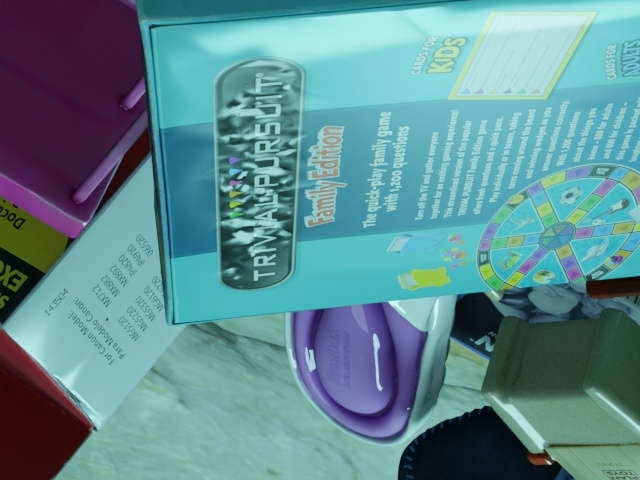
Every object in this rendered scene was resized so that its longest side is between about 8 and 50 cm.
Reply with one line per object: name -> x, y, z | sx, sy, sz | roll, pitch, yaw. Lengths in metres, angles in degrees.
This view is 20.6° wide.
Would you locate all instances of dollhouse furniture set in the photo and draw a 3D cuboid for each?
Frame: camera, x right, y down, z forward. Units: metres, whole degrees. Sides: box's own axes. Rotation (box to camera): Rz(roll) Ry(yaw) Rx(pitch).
dollhouse furniture set -> 0.189, 0.011, 1.014 | 0.262, 0.259, 0.135 | -7, 141, 43

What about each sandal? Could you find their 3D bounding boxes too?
sandal -> 0.013, 0.003, 1.188 | 0.169, 0.102, 0.416 | 15, 136, 30

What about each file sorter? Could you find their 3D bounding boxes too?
file sorter -> -0.122, -0.197, 0.888 | 0.202, 0.291, 0.182 | 32, 143, -13

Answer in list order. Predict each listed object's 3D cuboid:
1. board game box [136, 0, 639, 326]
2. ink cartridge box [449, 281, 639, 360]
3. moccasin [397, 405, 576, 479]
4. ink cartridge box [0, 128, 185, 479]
board game box -> 0.093, -0.067, 0.751 | 0.336, 0.079, 0.254 | -5, 153, -6
ink cartridge box -> 0.125, 0.041, 1.291 | 0.206, 0.045, 0.208 | 30, 147, -11
moccasin -> 0.220, 0.128, 1.232 | 0.342, 0.138, 0.117 | -12, 150, -5
ink cartridge box -> -0.222, -0.019, 1.118 | 0.309, 0.272, 0.130 | 25, 159, 37
